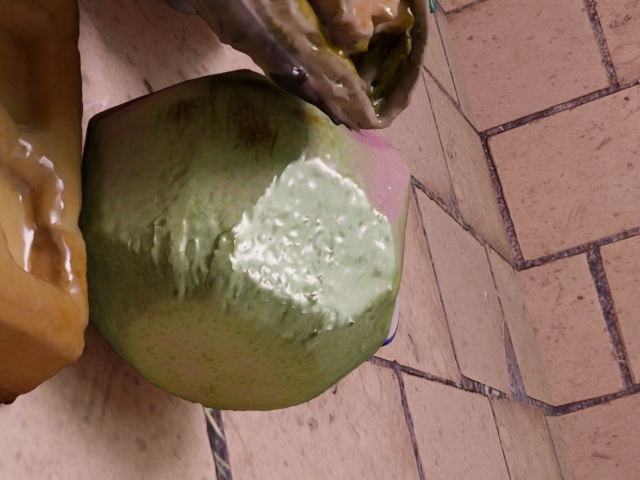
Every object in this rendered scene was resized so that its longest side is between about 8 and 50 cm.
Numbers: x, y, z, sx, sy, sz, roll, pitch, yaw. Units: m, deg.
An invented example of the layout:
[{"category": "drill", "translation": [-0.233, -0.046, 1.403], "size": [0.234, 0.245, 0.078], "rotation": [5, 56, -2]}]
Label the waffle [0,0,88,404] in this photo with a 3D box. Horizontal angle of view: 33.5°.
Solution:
[{"category": "waffle", "translation": [-0.220, -0.102, 0.474], "size": [0.348, 0.078, 0.304], "rotation": [40, 37, -59]}]

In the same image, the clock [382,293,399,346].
[{"category": "clock", "translation": [0.000, 0.000, 1.027], "size": [0.230, 0.083, 0.230], "rotation": [52, 28, -43]}]

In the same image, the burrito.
[{"category": "burrito", "translation": [-0.076, -0.209, 0.625], "size": [0.332, 0.135, 0.190], "rotation": [40, 5, 40]}]

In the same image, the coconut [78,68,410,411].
[{"category": "coconut", "translation": [-0.047, -0.010, 0.688], "size": [0.204, 0.236, 0.235], "rotation": [80, 6, -49]}]

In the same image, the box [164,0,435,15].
[{"category": "box", "translation": [-0.077, -0.273, 0.837], "size": [0.337, 0.106, 0.264], "rotation": [17, -45, 63]}]
